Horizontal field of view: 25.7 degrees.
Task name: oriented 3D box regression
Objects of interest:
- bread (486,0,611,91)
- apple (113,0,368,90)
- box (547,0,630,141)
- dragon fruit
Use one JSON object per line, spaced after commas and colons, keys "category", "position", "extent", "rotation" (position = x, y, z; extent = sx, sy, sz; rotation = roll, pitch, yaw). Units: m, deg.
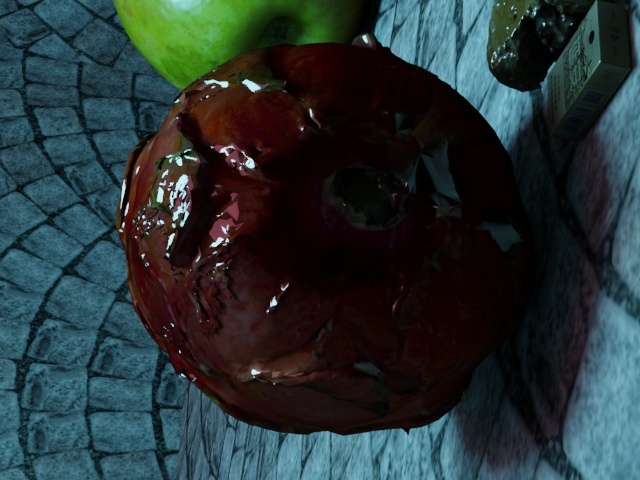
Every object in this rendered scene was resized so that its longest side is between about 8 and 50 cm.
{"category": "bread", "position": [0.157, -0.160, 0.960], "extent": [0.113, 0.060, 0.082], "rotation": [121, 157, -57]}
{"category": "apple", "position": [-0.094, -0.329, 1.754], "extent": [0.339, 0.340, 0.339], "rotation": [-169, 90, -80]}
{"category": "box", "position": [0.174, -0.109, 0.916], "extent": [0.083, 0.024, 0.053], "rotation": [113, 164, -55]}
{"category": "dragon fruit", "position": [0.000, 0.000, 1.001], "extent": [0.302, 0.296, 0.295], "rotation": [147, 133, -80]}
